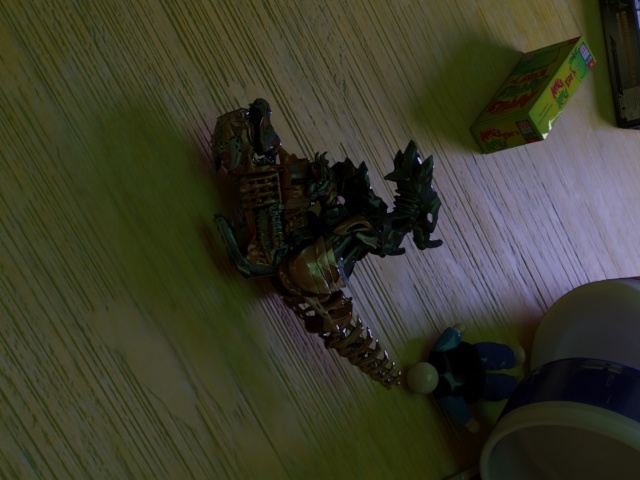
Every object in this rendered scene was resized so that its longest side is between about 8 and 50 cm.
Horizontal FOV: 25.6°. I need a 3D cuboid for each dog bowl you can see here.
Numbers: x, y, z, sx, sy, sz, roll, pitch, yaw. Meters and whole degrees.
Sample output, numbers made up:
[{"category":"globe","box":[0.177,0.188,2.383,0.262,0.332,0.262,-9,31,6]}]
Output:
[{"category":"dog bowl","box":[0.321,0.261,1.596,0.265,0.265,0.104,55,46,-22]}]

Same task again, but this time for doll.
[{"category":"doll","box":[0.172,0.161,1.648,0.189,0.046,0.129,5,77,-45]}]

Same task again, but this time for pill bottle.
[{"category":"pill bottle","box":[0.476,0.154,1.828,0.407,0.229,0.229,-3,84,-46]}]

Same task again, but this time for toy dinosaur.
[{"category":"toy dinosaur","box":[0.000,0.000,1.471,0.218,0.164,0.322,-32,123,-30]}]

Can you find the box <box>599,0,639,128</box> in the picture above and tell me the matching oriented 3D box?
[{"category":"box","box":[0.492,-0.276,2.064,0.183,0.056,0.231,-1,82,-45]}]

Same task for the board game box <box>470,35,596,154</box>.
[{"category":"board game box","box":[0.273,-0.186,1.794,0.043,0.092,0.181,57,48,-21]}]

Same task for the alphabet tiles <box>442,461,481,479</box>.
[{"category":"alphabet tiles","box":[0.238,0.396,1.676,0.342,0.011,0.285,-16,90,-44]}]
